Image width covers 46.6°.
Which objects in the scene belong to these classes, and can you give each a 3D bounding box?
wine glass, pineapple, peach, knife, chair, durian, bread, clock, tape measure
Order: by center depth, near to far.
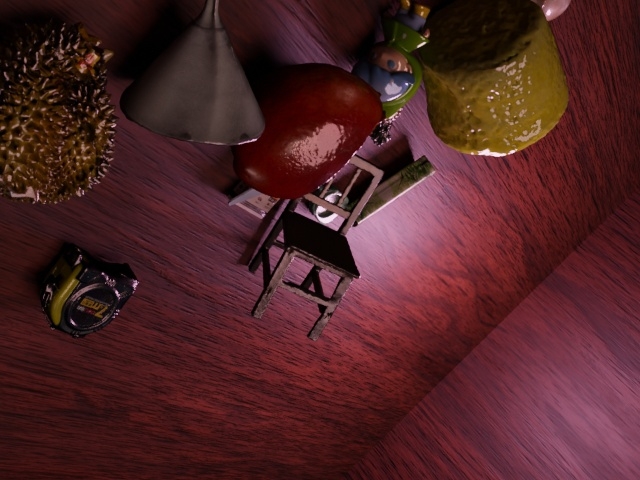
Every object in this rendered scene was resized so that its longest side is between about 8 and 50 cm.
[{"bbox_3d":[-0.457,-0.207,1.206,0.258,0.258,0.293,-10,126,-39],"label":"durian"},{"bbox_3d":[-0.183,-0.397,1.262,0.267,0.267,0.406,-11,131,-39],"label":"wine glass"},{"bbox_3d":[-0.027,-0.236,1.558,0.338,0.281,0.281,-12,140,-10],"label":"peach"},{"bbox_3d":[-0.517,0.112,1.609,0.186,0.112,0.199,-53,141,4],"label":"tape measure"},{"bbox_3d":[-0.069,-0.165,1.744,0.331,0.044,0.080,-31,166,4],"label":"knife"},{"bbox_3d":[0.397,-0.405,1.780,0.348,0.348,0.308,-41,138,-2],"label":"bread"},{"bbox_3d":[0.000,0.000,1.850,0.203,0.240,0.416,25,113,-18],"label":"chair"},{"bbox_3d":[0.163,-0.304,1.885,0.074,0.074,0.159,-24,151,-26],"label":"pineapple"},{"bbox_3d":[0.012,-0.105,1.976,0.101,0.041,0.135,-43,146,2],"label":"clock"}]

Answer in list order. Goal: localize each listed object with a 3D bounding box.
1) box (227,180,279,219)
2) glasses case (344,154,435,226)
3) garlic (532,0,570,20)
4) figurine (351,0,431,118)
[{"bbox_3d":[-0.104,-0.166,1.789,0.247,0.033,0.129,-48,146,9],"label":"box"},{"bbox_3d":[0.189,-0.135,2.072,0.272,0.062,0.095,-34,180,-12],"label":"glasses case"},{"bbox_3d":[0.548,-0.658,1.826,0.279,0.132,0.325,-19,136,-18],"label":"garlic"},{"bbox_3d":[0.166,-0.413,1.680,0.143,0.162,0.263,-9,126,-60],"label":"figurine"}]
